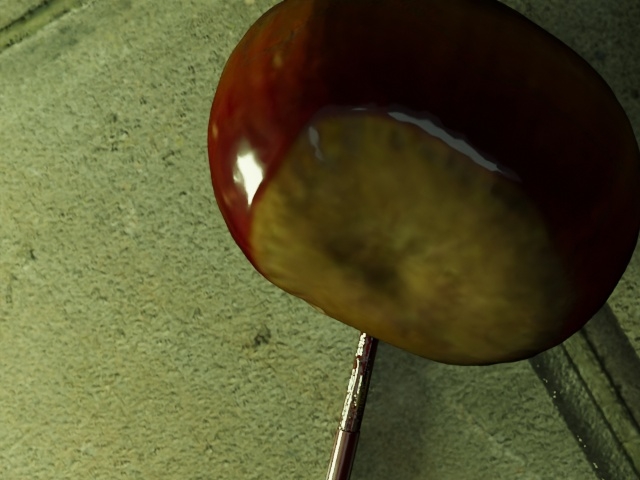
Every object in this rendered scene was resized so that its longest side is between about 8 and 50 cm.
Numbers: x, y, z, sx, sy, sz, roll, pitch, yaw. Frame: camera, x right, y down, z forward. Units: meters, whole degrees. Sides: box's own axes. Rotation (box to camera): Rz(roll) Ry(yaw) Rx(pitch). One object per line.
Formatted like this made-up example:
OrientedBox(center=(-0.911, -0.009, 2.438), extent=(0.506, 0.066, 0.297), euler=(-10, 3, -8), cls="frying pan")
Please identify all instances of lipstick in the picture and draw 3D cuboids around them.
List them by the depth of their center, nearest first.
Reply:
OrientedBox(center=(0.033, 0.168, 2.015), extent=(0.027, 0.027, 0.177), euler=(12, 98, -1), cls="lipstick")

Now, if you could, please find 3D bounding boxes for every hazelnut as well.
OrientedBox(center=(0.095, -0.068, 1.829), extent=(0.409, 0.359, 0.359), euler=(32, 98, -3), cls="hazelnut")
